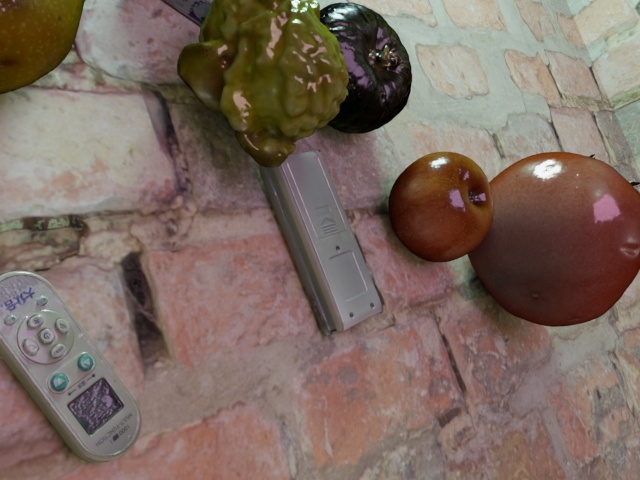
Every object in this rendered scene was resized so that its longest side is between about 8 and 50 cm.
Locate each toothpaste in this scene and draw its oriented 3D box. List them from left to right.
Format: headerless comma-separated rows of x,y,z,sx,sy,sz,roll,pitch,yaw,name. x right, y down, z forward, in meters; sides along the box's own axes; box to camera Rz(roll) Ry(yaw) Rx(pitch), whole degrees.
-0.194,-0.371,0.961,0.196,0.047,0.040,28,37,-33,toothpaste

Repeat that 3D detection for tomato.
0.457,0.007,1.215,0.273,0.341,0.341,-42,102,-35,tomato

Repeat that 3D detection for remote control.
-0.267,0.131,0.641,0.221,0.042,0.078,58,41,-8,remote control
0.000,0.000,0.961,0.103,0.056,0.277,-17,84,-47,remote control

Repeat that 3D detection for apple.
0.225,-0.063,1.135,0.201,0.162,0.201,24,54,-37,apple

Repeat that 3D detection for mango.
-0.346,-0.290,0.683,0.176,0.176,0.329,83,17,-56,mango

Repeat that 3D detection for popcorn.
-0.077,-0.229,0.883,0.237,0.206,0.251,15,74,-1,popcorn

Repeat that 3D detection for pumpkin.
0.060,-0.303,1.092,0.238,0.159,0.237,23,58,-42,pumpkin
